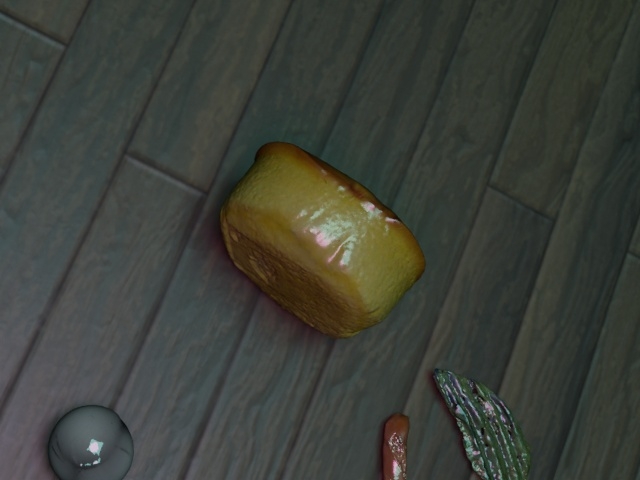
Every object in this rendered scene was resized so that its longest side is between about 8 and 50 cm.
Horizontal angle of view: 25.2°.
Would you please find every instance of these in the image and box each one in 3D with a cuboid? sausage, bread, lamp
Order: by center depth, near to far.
[{"bbox_3d":[-0.276,0.251,1.723,0.105,0.105,0.105,4,78,-20],"label":"lamp"},{"bbox_3d":[0.000,0.000,1.792,0.270,0.270,0.148,42,68,-8],"label":"bread"},{"bbox_3d":[0.100,0.306,1.890,0.036,0.042,0.158,-3,76,18],"label":"sausage"}]

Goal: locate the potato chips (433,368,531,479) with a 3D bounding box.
[{"bbox_3d":[0.225,0.254,1.950,0.092,0.028,0.207,-27,91,-24],"label":"potato chips"}]
